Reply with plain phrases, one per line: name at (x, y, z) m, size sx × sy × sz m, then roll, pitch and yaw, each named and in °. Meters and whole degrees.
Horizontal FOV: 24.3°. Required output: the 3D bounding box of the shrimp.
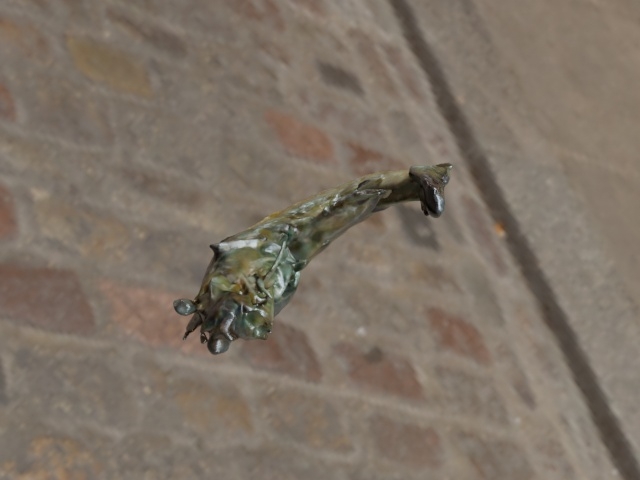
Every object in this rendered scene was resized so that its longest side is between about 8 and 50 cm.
shrimp at (0.000, 0.000, 0.781) m, size 0.051 × 0.150 × 0.217 m, roll 63°, pitch 19°, yaw -10°
